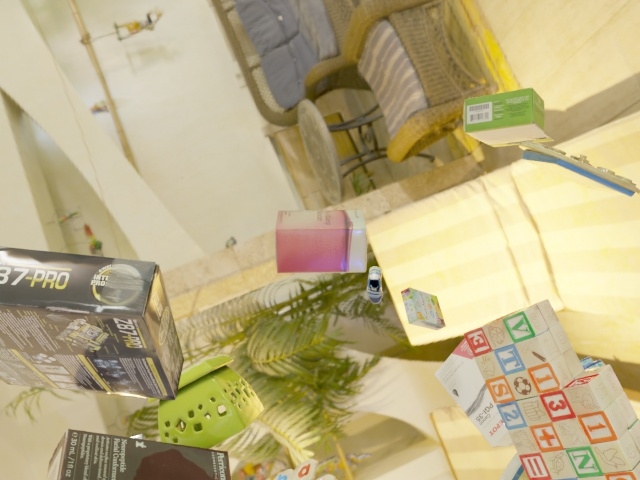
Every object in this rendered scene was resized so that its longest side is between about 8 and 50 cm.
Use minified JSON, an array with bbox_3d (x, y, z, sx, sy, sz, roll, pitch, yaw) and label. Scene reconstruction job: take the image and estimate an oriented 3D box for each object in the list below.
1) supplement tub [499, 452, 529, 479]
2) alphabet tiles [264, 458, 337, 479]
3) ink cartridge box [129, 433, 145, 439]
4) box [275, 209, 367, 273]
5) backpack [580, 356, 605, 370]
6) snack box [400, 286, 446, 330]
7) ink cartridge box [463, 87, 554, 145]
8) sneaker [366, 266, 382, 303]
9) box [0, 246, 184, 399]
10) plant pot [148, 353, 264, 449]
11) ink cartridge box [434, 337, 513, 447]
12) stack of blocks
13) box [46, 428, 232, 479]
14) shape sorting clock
[{"bbox_3d":[0.458,0.519,1.037,0.199,0.144,0.144,28,145,38],"label":"supplement tub"},{"bbox_3d":[-0.093,0.530,0.969,0.021,0.284,0.278,53,-161,-11],"label":"alphabet tiles"},{"bbox_3d":[-0.656,0.688,1.671,0.046,0.206,0.097,96,159,-57],"label":"ink cartridge box"},{"bbox_3d":[0.000,0.000,1.391,0.149,0.232,0.127,-95,4,-68],"label":"box"},{"bbox_3d":[0.790,0.397,1.576,0.114,0.104,0.084,96,150,-54],"label":"backpack"},{"bbox_3d":[0.293,0.196,1.512,0.141,0.037,0.100,19,-132,-41],"label":"snack box"},{"bbox_3d":[0.544,-0.341,1.523,0.255,0.188,0.097,3,-93,-54],"label":"ink cartridge box"},{"bbox_3d":[0.177,0.158,1.756,0.059,0.053,0.144,-77,-17,-55],"label":"sneaker"},{"bbox_3d":[-0.400,0.149,0.849,0.395,0.318,0.097,102,175,-57],"label":"box"},{"bbox_3d":[-0.314,0.441,1.441,0.207,0.227,0.228,62,-176,9],"label":"plant pot"},{"bbox_3d":[0.515,0.440,1.598,0.117,0.207,0.283,17,-155,-42],"label":"ink cartridge box"},{"bbox_3d":[0.375,0.251,0.843,0.171,0.087,0.297,-37,70,46],"label":"stack of blocks"},{"bbox_3d":[-0.386,0.552,1.153,0.143,0.381,0.191,-58,30,19],"label":"box"},{"bbox_3d":[0.438,-0.126,0.903,0.040,0.206,0.206,-67,21,10],"label":"shape sorting clock"}]
